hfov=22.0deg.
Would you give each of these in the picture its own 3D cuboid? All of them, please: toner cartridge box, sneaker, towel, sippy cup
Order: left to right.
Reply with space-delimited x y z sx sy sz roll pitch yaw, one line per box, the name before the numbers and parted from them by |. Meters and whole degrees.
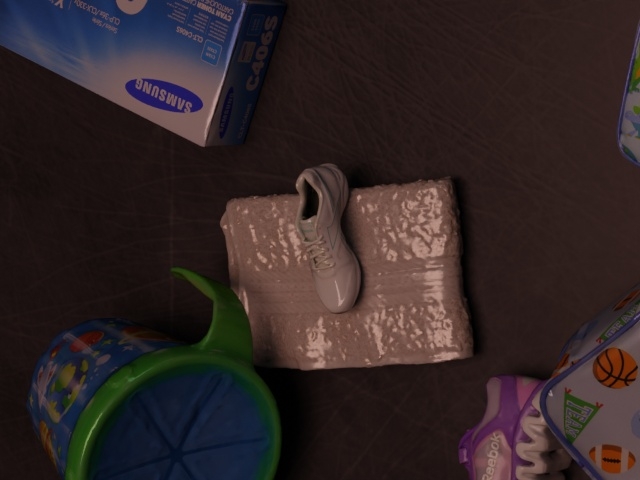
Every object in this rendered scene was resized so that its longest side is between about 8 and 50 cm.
toner cartridge box | -0.214 -0.242 1.803 0.348 0.075 0.165 27 109 28
sippy cup | -0.194 0.190 1.734 0.224 0.305 0.240 28 148 53
sneaker | 0.000 0.000 1.642 0.054 0.061 0.152 -9 90 30
towel | 0.022 0.037 1.693 0.282 0.049 0.187 -6 92 33
sneaker | 0.177 0.230 1.592 0.104 0.095 0.236 23 101 36

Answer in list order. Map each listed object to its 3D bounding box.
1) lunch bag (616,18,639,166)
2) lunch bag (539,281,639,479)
lunch bag | 0.378 -0.129 1.426 0.219 0.090 0.176 16 104 30
lunch bag | 0.356 0.135 1.436 0.243 0.115 0.303 48 119 -1
